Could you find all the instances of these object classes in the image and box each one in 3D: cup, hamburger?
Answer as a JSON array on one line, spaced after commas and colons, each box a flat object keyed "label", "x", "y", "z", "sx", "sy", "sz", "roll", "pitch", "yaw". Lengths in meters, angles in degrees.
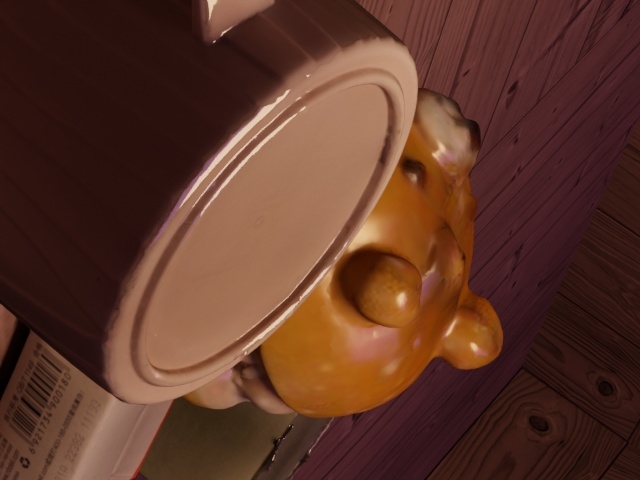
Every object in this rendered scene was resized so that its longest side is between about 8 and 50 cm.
[{"label": "cup", "x": -0.103, "y": -0.107, "z": 0.871, "sx": 0.208, "sy": 0.273, "sz": 0.288, "roll": -17, "pitch": 142, "yaw": -57}, {"label": "hamburger", "x": 0.000, "y": 0.000, "z": 1.371, "sx": 0.276, "sy": 0.236, "sz": 0.276, "roll": -29, "pitch": 124, "yaw": -54}]

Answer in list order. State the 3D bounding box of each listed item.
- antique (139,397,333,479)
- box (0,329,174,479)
[{"label": "antique", "x": -0.086, "y": 0.166, "z": 1.783, "sx": 0.152, "sy": 0.148, "sz": 0.146, "roll": -55, "pitch": 165, "yaw": 3}, {"label": "box", "x": -0.181, "y": 0.121, "z": 1.486, "sx": 0.133, "sy": 0.099, "sz": 0.182, "roll": -37, "pitch": 159, "yaw": -51}]
